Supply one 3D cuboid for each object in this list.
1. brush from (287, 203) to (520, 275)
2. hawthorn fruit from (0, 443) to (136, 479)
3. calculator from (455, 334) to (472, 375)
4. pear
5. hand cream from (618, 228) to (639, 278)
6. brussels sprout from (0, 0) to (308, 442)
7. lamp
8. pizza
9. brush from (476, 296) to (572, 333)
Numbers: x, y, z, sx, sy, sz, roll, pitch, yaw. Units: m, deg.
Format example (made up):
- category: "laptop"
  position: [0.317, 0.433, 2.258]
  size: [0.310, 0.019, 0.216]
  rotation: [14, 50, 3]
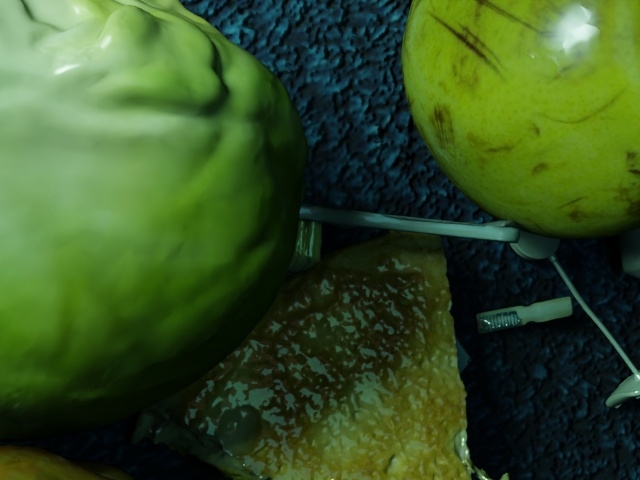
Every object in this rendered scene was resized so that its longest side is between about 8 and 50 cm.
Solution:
- category: "brush"
  position: [0.000, 0.000, 1.046]
  size: [0.296, 0.068, 0.060]
  rotation: [6, 89, -13]
- category: "hawthorn fruit"
  position: [-0.177, 0.273, 0.839]
  size: [0.267, 0.267, 0.301]
  rotation: [39, 80, -25]
- category: "calculator"
  position: [0.054, 0.130, 1.144]
  size: [0.172, 0.018, 0.057]
  rotation: [-45, 112, -28]
- category: "pear"
  position: [0.198, -0.138, 1.108]
  size: [0.283, 0.283, 0.284]
  rotation: [2, 86, -33]
- category: "hand cream"
  position: [0.288, -0.100, 1.292]
  size: [0.124, 0.077, 0.341]
  rotation: [1, 79, -32]
- category: "brussels sprout"
  position: [-0.173, -0.039, 0.841]
  size: [0.344, 0.268, 0.344]
  rotation: [-11, 130, -13]
- category: "lamp"
  position: [0.215, 0.055, 1.251]
  size: [0.050, 0.056, 0.198]
  rotation: [-39, 97, -27]
- category: "pizza"
  position: [0.023, 0.157, 1.067]
  size: [0.280, 0.075, 0.288]
  rotation: [-24, 86, -27]
- category: "brush"
  position: [0.167, 0.061, 1.207]
  size: [0.083, 0.013, 0.016]
  rotation: [-10, 91, -13]
